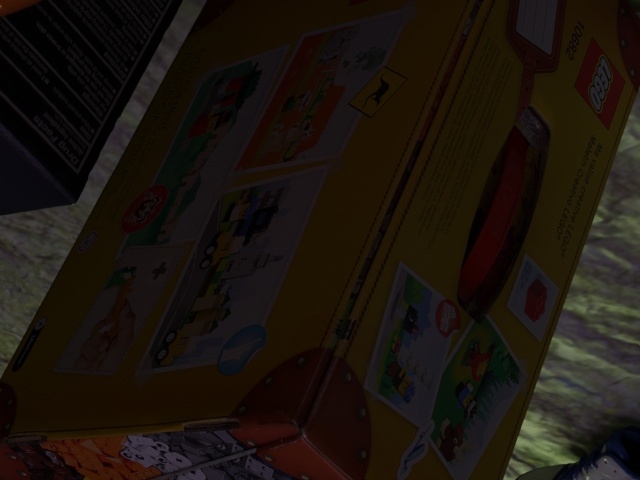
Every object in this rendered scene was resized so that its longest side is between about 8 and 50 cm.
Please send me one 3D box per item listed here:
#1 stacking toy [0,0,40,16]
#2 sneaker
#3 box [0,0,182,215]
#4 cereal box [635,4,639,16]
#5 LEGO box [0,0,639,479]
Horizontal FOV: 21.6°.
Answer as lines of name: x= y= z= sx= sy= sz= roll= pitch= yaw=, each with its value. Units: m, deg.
stacking toy: x=-0.076 y=-0.319 z=1.125 sx=0.480 sy=0.350 sz=0.350 roll=-6 pitch=152 yaw=-16
sneaker: x=0.340 y=0.266 z=1.926 sx=0.296 sy=0.112 sz=0.131 roll=-7 pitch=120 yaw=37
box: x=-0.292 y=-0.221 z=1.393 sx=0.183 sy=0.294 sz=0.296 roll=-8 pitch=136 yaw=39
cereal box: x=0.375 y=-0.119 z=1.291 sx=0.240 sy=0.047 sz=0.173 roll=36 pitch=178 yaw=-21
LEGO box: x=0.000 y=0.000 z=1.305 sx=0.372 sy=0.500 sz=0.193 roll=-9 pitch=136 yaw=43
